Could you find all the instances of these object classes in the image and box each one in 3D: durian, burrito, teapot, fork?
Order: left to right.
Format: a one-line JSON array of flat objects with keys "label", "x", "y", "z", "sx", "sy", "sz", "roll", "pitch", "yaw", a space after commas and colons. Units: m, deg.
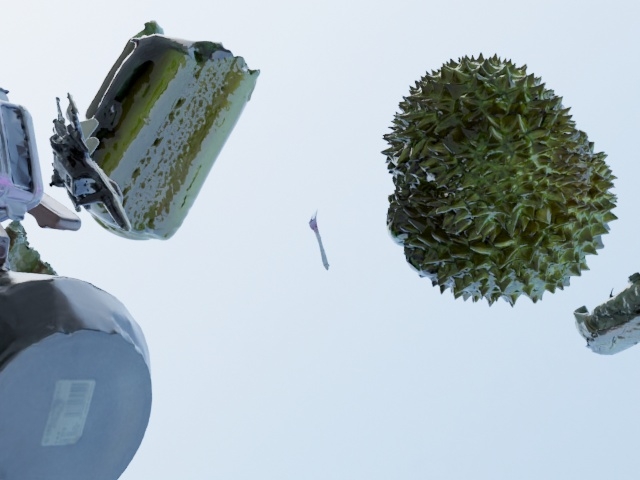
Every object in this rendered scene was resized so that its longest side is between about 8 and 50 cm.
[{"label": "teapot", "x": -0.391, "y": 0.115, "z": 1.452, "sx": 0.361, "sy": 0.305, "sz": 0.376, "roll": 24, "pitch": -78, "yaw": 41}, {"label": "fork", "x": -0.001, "y": 0.000, "z": 1.595, "sx": 0.012, "sy": 0.115, "sz": 0.016, "roll": 32, "pitch": -118, "yaw": 33}, {"label": "durian", "x": 0.188, "y": -0.061, "z": 1.286, "sx": 0.291, "sy": 0.224, "sz": 0.291, "roll": 165, "pitch": -90, "yaw": -70}, {"label": "burrito", "x": 0.429, "y": 0.069, "z": 1.498, "sx": 0.309, "sy": 0.096, "sz": 0.066, "roll": -37, "pitch": -148, "yaw": 50}]

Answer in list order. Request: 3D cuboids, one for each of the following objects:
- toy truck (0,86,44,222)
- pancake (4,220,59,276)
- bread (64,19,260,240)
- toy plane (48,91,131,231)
[{"label": "toy truck", "x": -0.365, "y": -0.044, "z": 1.112, "sx": 0.268, "sy": 0.155, "sz": 0.124, "roll": -20, "pitch": -105, "yaw": 31}, {"label": "pancake", "x": -0.462, "y": 0.146, "z": 1.983, "sx": 0.054, "sy": 0.197, "sz": 0.377, "roll": -170, "pitch": -104, "yaw": -82}, {"label": "bread", "x": -0.298, "y": -0.190, "z": 2.144, "sx": 0.208, "sy": 0.251, "sz": 0.377, "roll": 22, "pitch": -96, "yaw": 53}, {"label": "toy plane", "x": -0.333, "y": -0.092, "z": 1.724, "sx": 0.262, "sy": 0.088, "sz": 0.192, "roll": -119, "pitch": -153, "yaw": -44}]
